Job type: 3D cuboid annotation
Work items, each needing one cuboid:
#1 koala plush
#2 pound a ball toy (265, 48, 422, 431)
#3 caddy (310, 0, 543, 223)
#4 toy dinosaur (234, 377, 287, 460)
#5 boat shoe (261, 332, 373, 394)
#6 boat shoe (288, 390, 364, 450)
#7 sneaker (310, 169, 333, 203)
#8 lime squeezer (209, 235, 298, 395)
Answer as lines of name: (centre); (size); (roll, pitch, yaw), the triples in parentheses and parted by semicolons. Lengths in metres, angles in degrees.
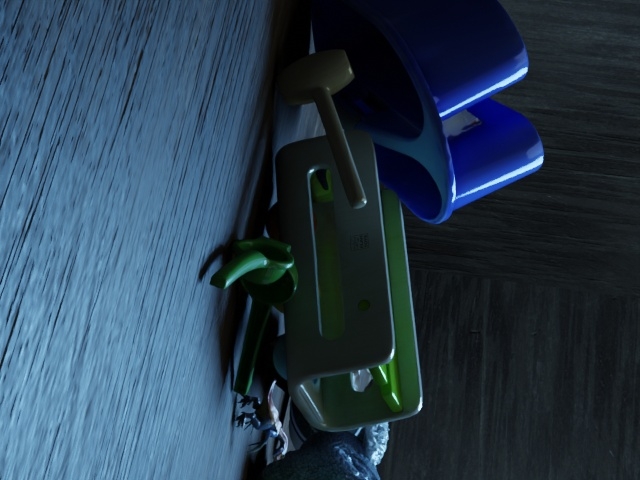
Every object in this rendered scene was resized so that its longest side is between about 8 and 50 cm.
koala plush: (0.013, 0.295, 1.874); (0.203, 0.196, 0.221); (58, 17, -17)
pound a ball toy: (0.000, 0.000, 1.551); (0.208, 0.135, 0.319); (61, 20, -55)
caddy: (0.093, -0.164, 1.717); (0.341, 0.179, 0.241); (47, -23, 57)
toy dinosaur: (-0.051, 0.190, 1.595); (0.082, 0.090, 0.047); (32, 41, -35)
boat shoe: (0.011, 0.124, 1.789); (0.120, 0.122, 0.324); (-54, 179, -9)
boat shoe: (0.015, 0.177, 2.146); (0.306, 0.113, 0.105); (-79, 167, -54)
sneaker: (0.017, 0.010, 1.906); (0.295, 0.109, 0.123); (-75, 167, -62)
lime squeezer: (-0.065, 0.042, 1.411); (0.110, 0.059, 0.310); (-50, 166, -16)
